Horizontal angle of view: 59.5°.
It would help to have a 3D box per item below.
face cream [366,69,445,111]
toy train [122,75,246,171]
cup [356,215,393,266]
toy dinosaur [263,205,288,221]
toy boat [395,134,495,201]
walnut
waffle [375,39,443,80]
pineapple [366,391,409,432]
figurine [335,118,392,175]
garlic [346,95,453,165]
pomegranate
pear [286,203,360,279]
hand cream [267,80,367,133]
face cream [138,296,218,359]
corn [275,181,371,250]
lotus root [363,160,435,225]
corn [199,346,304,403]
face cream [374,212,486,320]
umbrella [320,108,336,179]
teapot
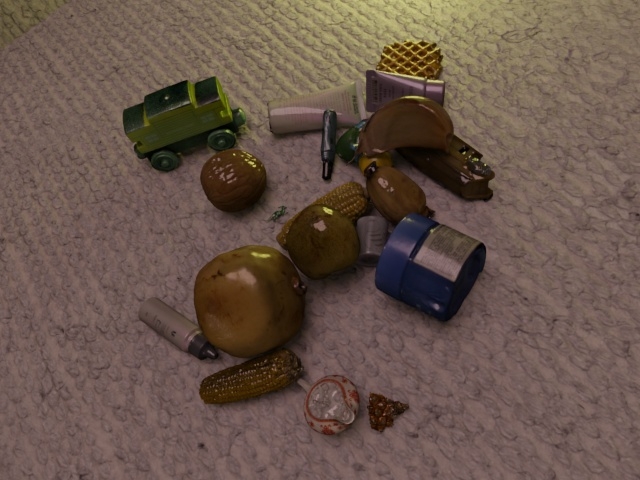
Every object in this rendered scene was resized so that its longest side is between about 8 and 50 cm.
[{"bbox_3d":[0.293,-0.518,1.954,0.274,0.154,0.096,5,36,14],"label":"face cream"},{"bbox_3d":[-0.505,-0.429,2.044,0.442,0.272,0.179,-19,56,5],"label":"toy train"},{"bbox_3d":[0.173,0.002,1.716,0.136,0.099,0.133,0,62,17],"label":"cup"},{"bbox_3d":[-0.151,-0.093,1.906,0.083,0.021,0.062,-1,55,11],"label":"toy dinosaur"},{"bbox_3d":[0.383,-0.296,1.802,0.162,0.136,0.445,-39,58,-13],"label":"toy boat"},{"bbox_3d":[-0.291,-0.204,1.900,0.228,0.228,0.227,-7,61,12],"label":"walnut"},{"bbox_3d":[0.323,-0.639,2.052,0.245,0.052,0.254,3,62,16],"label":"waffle"},{"bbox_3d":[0.180,0.451,1.501,0.114,0.077,0.114,-4,95,2],"label":"pineapple"},{"bbox_3d":[0.179,-0.299,1.875,0.185,0.127,0.234,-42,49,-17],"label":"figurine"},{"bbox_3d":[0.238,-0.348,1.738,0.339,0.151,0.196,-5,68,18],"label":"garlic"},{"bbox_3d":[-0.193,0.171,1.609,0.333,0.332,0.332,-7,61,12],"label":"pomegranate"},{"bbox_3d":[0.000,0.000,1.641,0.229,0.188,0.211,-30,93,39],"label":"pear"},{"bbox_3d":[-0.018,-0.470,2.030,0.359,0.118,0.185,-8,70,4],"label":"hand cream"},{"bbox_3d":[-0.433,0.283,1.742,0.311,0.092,0.092,26,72,26],"label":"face cream"},{"bbox_3d":[0.017,-0.075,1.787,0.347,0.130,0.130,-30,59,-1],"label":"corn"},{"bbox_3d":[0.230,-0.132,1.723,0.257,0.154,0.140,42,79,-8],"label":"lotus root"},{"bbox_3d":[-0.198,0.394,1.594,0.318,0.115,0.115,-23,58,15],"label":"corn"},{"bbox_3d":[0.306,0.075,1.551,0.225,0.249,0.249,26,72,27],"label":"face cream"},{"bbox_3d":[0.028,-0.332,1.932,0.052,0.053,0.250,1,79,12],"label":"umbrella"},{"bbox_3d":[0.021,0.438,1.515,0.246,0.116,0.159,15,77,41],"label":"teapot"}]
